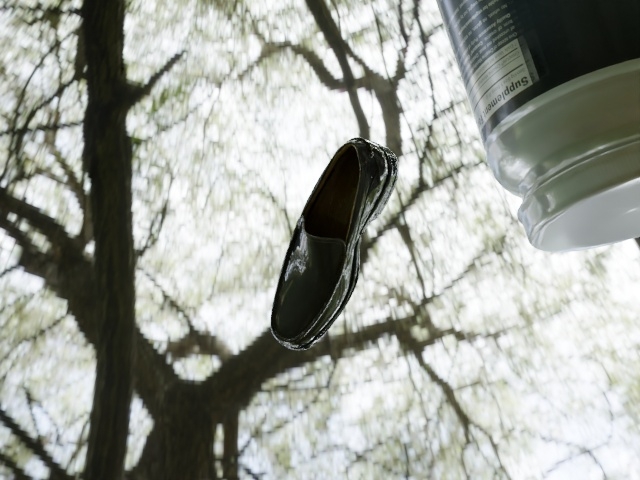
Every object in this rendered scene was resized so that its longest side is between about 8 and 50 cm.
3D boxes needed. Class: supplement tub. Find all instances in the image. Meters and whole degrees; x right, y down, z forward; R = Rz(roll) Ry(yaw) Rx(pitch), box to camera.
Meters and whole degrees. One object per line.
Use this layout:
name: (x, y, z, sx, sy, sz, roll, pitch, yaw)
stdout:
supplement tub: (0.199, -0.147, 1.124, 0.191, 0.191, 0.272, -17, -107, 4)

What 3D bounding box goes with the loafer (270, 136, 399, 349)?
loafer: (0.000, 0.000, 1.096, 0.062, 0.061, 0.170, 20, -90, 24)
